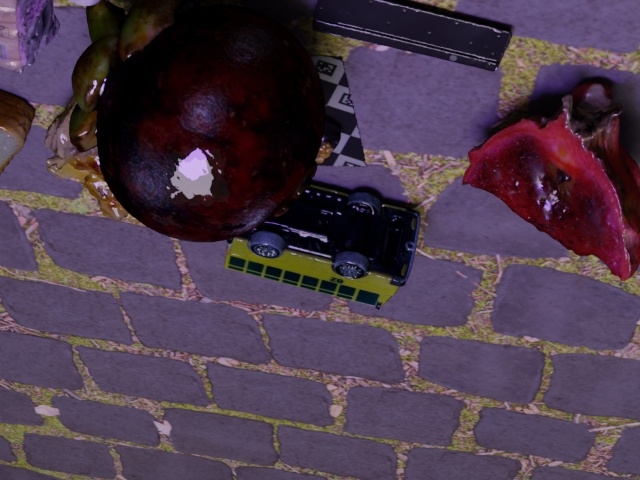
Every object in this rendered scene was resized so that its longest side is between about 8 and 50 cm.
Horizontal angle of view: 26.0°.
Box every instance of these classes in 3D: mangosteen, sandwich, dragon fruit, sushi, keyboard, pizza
[{"bbox_3d":[-0.142,-0.149,1.648,0.311,0.311,0.311,8,150,5],"label":"mangosteen"},{"bbox_3d":[-0.525,-0.169,1.946,0.214,0.065,0.186,26,147,-24],"label":"sandwich"},{"bbox_3d":[0.325,-0.100,1.711,0.262,0.134,0.212,38,144,27],"label":"dragon fruit"},{"bbox_3d":[-0.098,-0.154,1.844,0.290,0.050,0.264,4,149,13],"label":"sushi"},{"bbox_3d":[0.108,-0.253,1.636,0.231,0.023,0.072,13,143,-4],"label":"keyboard"},{"bbox_3d":[-0.278,-0.098,1.949,0.223,0.089,0.323,-8,144,35],"label":"pizza"}]

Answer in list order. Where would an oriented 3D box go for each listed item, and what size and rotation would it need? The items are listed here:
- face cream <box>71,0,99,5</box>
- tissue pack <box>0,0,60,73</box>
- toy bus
[{"bbox_3d":[-0.224,-0.347,1.524,0.082,0.082,0.269,22,147,-18],"label":"face cream"},{"bbox_3d":[-0.438,-0.315,1.591,0.256,0.123,0.215,20,149,3],"label":"tissue pack"},{"bbox_3d":[0.000,0.000,1.994,0.262,0.128,0.150,15,154,-3],"label":"toy bus"}]
